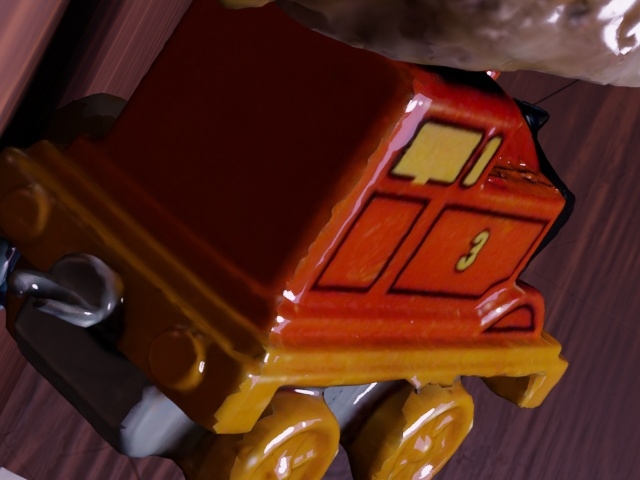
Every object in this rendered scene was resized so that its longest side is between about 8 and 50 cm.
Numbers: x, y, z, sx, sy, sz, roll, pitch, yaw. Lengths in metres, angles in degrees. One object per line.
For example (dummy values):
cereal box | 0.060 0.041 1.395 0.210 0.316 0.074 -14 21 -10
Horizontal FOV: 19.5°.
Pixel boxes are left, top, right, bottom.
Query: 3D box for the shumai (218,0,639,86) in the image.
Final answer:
shumai | 0.043 -0.126 0.454 0.185 0.184 0.218 128 -26 -76

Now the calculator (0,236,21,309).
calculator | -0.159 -0.011 1.004 0.094 0.019 0.141 -66 -176 -24

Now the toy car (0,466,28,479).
toy car | -0.264 0.271 1.153 0.301 0.118 0.193 -59 -171 36

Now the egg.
egg | -0.113 -0.028 0.905 0.083 0.071 0.071 -43 -171 13

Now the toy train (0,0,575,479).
toy train | 0.000 0.000 0.847 0.231 0.163 0.369 -55 154 16
